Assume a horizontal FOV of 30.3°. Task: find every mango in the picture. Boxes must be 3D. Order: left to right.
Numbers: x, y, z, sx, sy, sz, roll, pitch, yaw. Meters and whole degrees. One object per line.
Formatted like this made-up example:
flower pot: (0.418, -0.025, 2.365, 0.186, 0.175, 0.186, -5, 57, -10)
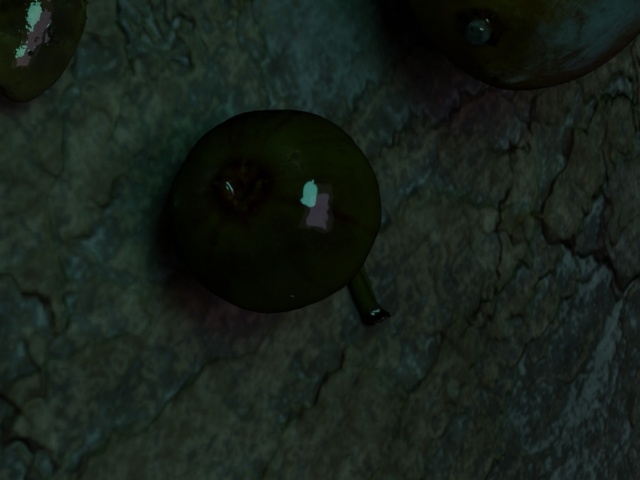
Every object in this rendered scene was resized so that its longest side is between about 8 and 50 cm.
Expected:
mango: (0.170, -0.269, 0.805, 0.221, 0.199, 0.384, 44, 52, -30)

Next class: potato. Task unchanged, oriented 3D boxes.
potato: (-0.149, -0.113, 0.618, 0.051, 0.040, 0.083, 28, 73, -36)

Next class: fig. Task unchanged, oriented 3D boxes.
fig: (0.000, 0.000, 0.736, 0.236, 0.124, 0.124, 36, 69, -59)
